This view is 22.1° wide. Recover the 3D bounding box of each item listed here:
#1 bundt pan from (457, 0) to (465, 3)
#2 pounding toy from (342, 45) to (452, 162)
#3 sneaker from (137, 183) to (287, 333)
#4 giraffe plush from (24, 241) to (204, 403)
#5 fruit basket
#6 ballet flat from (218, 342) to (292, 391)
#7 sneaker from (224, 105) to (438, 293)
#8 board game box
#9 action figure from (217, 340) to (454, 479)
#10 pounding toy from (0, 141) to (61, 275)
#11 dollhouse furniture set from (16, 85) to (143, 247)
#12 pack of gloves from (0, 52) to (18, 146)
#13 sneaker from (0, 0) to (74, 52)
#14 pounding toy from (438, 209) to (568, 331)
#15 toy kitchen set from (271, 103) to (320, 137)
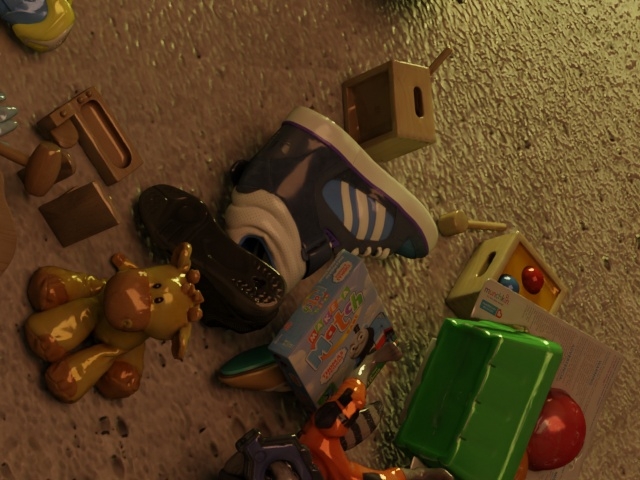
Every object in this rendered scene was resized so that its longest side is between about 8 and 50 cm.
[{"bbox_3d":[0.140,-0.500,2.341,0.331,0.124,0.331,-2,90,-68],"label":"bundt pan"},{"bbox_3d":[0.110,-0.194,2.282,0.100,0.130,0.141,7,73,-38],"label":"pounding toy"},{"bbox_3d":[-0.147,0.033,2.045,0.227,0.130,0.087,39,56,9],"label":"sneaker"},{"bbox_3d":[-0.217,0.086,1.903,0.210,0.170,0.181,-23,92,-41],"label":"giraffe plush"},{"bbox_3d":[0.263,0.253,2.257,0.353,0.165,0.327,28,82,-49],"label":"fruit basket"},{"bbox_3d":[-0.033,0.154,2.103,0.232,0.080,0.073,-28,111,-40],"label":"ballet flat"},{"bbox_3d":[0.000,0.000,2.163,0.323,0.130,0.236,44,73,-40],"label":"sneaker"},{"bbox_3d":[0.021,0.133,2.076,0.160,0.039,0.211,-52,147,-19],"label":"board game box"},{"bbox_3d":[-0.002,0.327,2.024,0.330,0.178,0.341,-27,114,-23],"label":"action figure"},{"bbox_3d":[-0.429,-0.043,1.824,0.269,0.155,0.154,1,114,-27],"label":"pounding toy"},{"bbox_3d":[-0.262,-0.102,1.951,0.151,0.123,0.144,-41,104,-39],"label":"dollhouse furniture set"},{"bbox_3d":[-0.449,-0.184,1.872,0.232,0.046,0.195,-17,88,-41],"label":"pack of gloves"},{"bbox_3d":[-0.332,-0.353,1.988,0.126,0.091,0.240,30,61,-29],"label":"sneaker"},{"bbox_3d":[0.261,0.033,2.366,0.206,0.094,0.181,48,53,-19],"label":"pounding toy"},{"bbox_3d":[-0.023,-0.140,2.228,0.068,0.075,0.083,57,-1,37],"label":"toy kitchen set"}]
